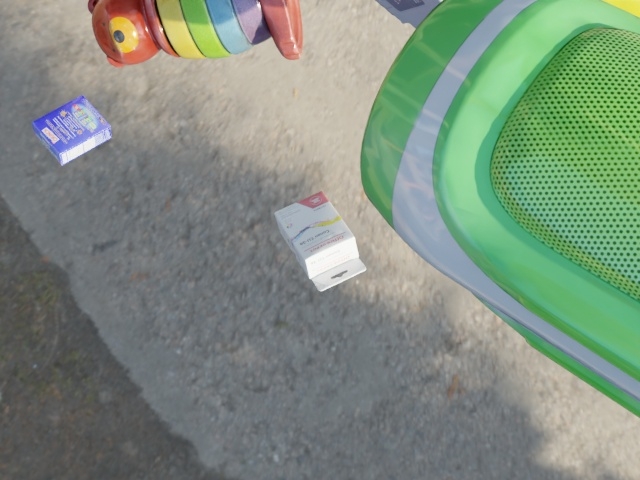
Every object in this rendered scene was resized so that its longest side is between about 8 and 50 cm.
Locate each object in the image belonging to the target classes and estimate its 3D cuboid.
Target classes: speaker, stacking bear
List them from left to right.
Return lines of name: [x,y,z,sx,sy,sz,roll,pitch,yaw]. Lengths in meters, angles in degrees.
stacking bear: [-0.183,-0.324,1.271,0.289,0.164,0.175,-11,120,10]
speaker: [0.159,0.014,0.322,0.296,0.131,0.131,34,115,26]

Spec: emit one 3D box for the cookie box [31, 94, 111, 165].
cookie box: [-0.445,-0.198,1.619,0.092,0.107,0.040,47,154,19]

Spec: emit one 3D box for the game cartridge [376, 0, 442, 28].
game cartridge: [0.076,-0.415,1.288,0.294,0.196,0.060,36,89,-20]

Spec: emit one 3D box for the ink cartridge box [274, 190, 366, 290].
ink cartridge box: [0.000,0.000,1.842,0.115,0.198,0.067,-26,139,-10]

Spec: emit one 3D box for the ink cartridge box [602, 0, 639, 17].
ink cartridge box: [0.286,-0.126,0.746,0.307,0.072,0.303,3,156,0]
